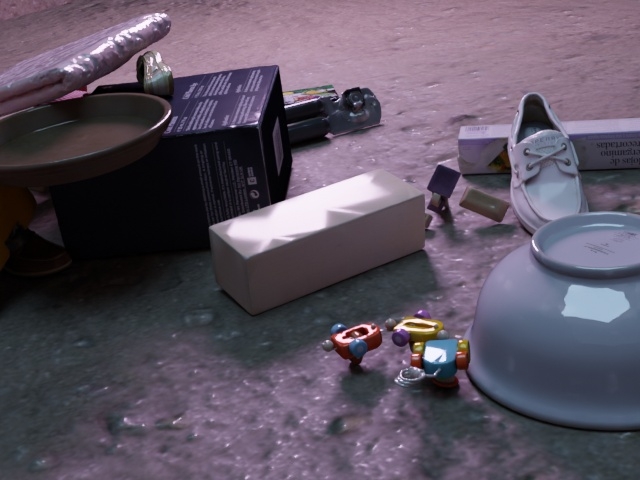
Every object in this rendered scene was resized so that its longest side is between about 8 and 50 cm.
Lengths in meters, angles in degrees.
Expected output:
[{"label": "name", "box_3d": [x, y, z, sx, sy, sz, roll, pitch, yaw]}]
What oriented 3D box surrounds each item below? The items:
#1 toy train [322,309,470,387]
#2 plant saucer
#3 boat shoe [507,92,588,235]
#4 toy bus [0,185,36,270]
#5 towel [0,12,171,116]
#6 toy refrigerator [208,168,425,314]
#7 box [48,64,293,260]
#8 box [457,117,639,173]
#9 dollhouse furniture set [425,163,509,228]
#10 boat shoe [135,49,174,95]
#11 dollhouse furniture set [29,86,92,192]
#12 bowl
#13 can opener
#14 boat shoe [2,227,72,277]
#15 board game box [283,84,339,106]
[{"label": "toy train", "box_3d": [0.085, 0.124, 1.062, 0.125, 0.046, 0.166, -20, 23, -23]}, {"label": "plant saucer", "box_3d": [-0.330, -0.134, 1.334, 0.277, 0.041, 0.278, -7, 26, 3]}, {"label": "boat shoe", "box_3d": [0.308, -0.110, 1.402, 0.098, 0.096, 0.277, -7, 40, 2]}, {"label": "toy bus", "box_3d": [-0.488, 0.016, 1.316, 0.130, 0.108, 0.333, -12, 36, 22]}, {"label": "towel", "box_3d": [-0.433, -0.263, 1.606, 0.316, 0.053, 0.332, -14, 22, 25]}, {"label": "toy refrigerator", "box_3d": [0.000, 0.000, 1.310, 0.269, 0.094, 0.102, -21, 34, -27]}, {"label": "box", "box_3d": [-0.216, -0.129, 1.552, 0.312, 0.179, 0.343, -5, 23, 5]}, {"label": "box", "box_3d": [0.375, -0.146, 1.560, 0.323, 0.063, 0.067, -2, 26, 13]}, {"label": "dollhouse furniture set", "box_3d": [0.201, -0.037, 1.433, 0.114, 0.091, 0.081, 24, -10, 14]}, {"label": "boat shoe", "box_3d": [-0.270, -0.261, 1.580, 0.048, 0.056, 0.153, -12, 30, -19]}, {"label": "dollhouse furniture set", "box_3d": [-0.503, -0.176, 1.726, 0.201, 0.152, 0.374, 15, 26, 41]}, {"label": "bowl", "box_3d": [0.291, 0.058, 1.039, 0.297, 0.134, 0.298, -6, 24, 3]}, {"label": "can opener", "box_3d": [-0.021, -0.215, 1.854, 0.283, 0.076, 0.095, -16, -7, -18]}, {"label": "boat shoe", "box_3d": [-0.432, 0.011, 1.444, 0.178, 0.060, 0.064, 9, 28, 32]}, {"label": "board game box", "box_3d": [-0.096, -0.271, 2.012, 0.259, 0.030, 0.136, -9, 16, -3]}]
